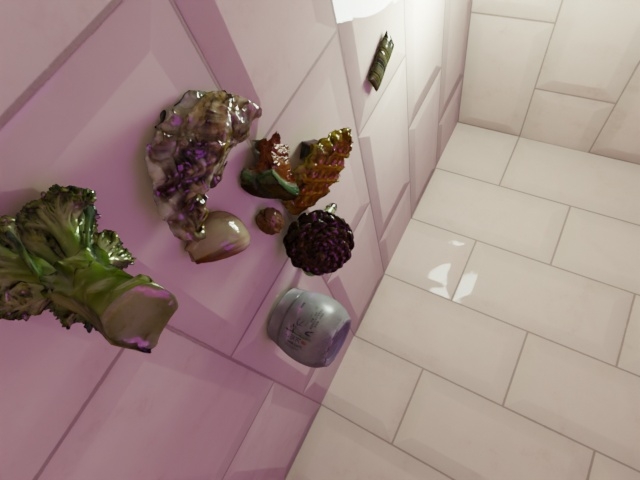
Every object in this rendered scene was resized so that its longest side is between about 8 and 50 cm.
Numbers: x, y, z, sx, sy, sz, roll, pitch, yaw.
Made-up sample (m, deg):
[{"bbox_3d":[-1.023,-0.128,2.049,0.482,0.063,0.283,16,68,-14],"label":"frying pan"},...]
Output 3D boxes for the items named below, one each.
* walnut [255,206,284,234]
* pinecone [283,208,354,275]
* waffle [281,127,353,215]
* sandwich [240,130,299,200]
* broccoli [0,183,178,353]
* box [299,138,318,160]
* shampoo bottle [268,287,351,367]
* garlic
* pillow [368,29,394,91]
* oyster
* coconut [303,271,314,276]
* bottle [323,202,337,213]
[{"bbox_3d":[-0.152,-0.059,1.253,0.079,0.083,0.096,-37,151,6],"label":"walnut"},{"bbox_3d":[-0.010,0.007,1.451,0.244,0.243,0.257,-66,-161,-6],"label":"pinecone"},{"bbox_3d":[-0.004,-0.218,1.348,0.325,0.068,0.302,-47,166,-25],"label":"waffle"},{"bbox_3d":[-0.134,-0.197,1.153,0.184,0.109,0.160,24,67,-66],"label":"sandwich"},{"bbox_3d":[-0.344,0.046,0.573,0.221,0.361,0.252,-45,111,-32],"label":"broccoli"},{"bbox_3d":[-0.026,-0.292,1.358,0.084,0.060,0.063,-33,146,-56],"label":"box"},{"bbox_3d":[-0.042,0.333,1.597,0.273,0.266,0.273,-52,155,-37],"label":"shampoo bottle"},{"bbox_3d":[-0.237,-0.009,1.055,0.206,0.115,0.128,-18,120,-65],"label":"garlic"},{"bbox_3d":[0.242,-0.701,1.625,0.113,0.038,0.204,12,98,-67],"label":"pillow"},{"bbox_3d":[-0.241,-0.181,0.888,0.351,0.114,0.238,-57,155,-25],"label":"oyster"},{"bbox_3d":[-0.037,0.103,1.659,0.083,0.081,0.082,-2,77,-51],"label":"coconut"},{"bbox_3d":[0.034,-0.116,1.670,0.101,0.047,0.063,-54,-179,-42],"label":"bottle"}]
